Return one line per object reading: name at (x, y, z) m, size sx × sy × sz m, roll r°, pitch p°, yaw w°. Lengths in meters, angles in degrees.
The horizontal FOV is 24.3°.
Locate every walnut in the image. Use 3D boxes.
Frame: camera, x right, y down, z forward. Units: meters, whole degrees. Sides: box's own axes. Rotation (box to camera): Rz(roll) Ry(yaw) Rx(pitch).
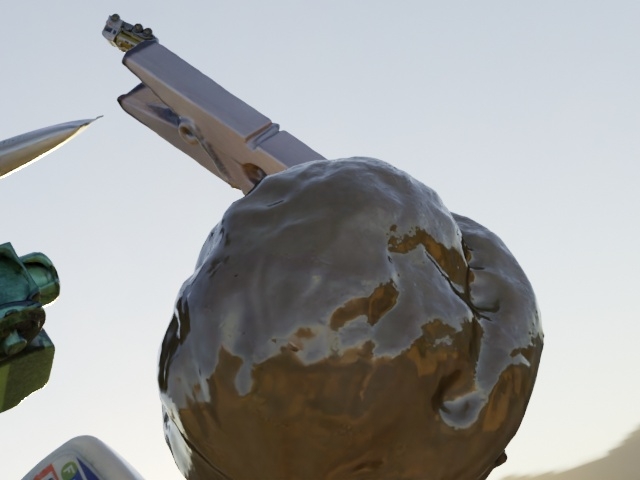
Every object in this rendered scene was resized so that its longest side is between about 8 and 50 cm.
walnut at (0.020, 0.103, 1.380) m, size 0.383 × 0.384 × 0.383 m, roll -18°, pitch -16°, yaw -5°

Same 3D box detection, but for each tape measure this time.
tape measure at (-0.333, 0.415, 2.013) m, size 0.265 × 0.258 × 0.130 m, roll -39°, pitch -47°, yaw 1°

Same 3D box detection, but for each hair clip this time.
hair clip at (-0.124, -0.140, 1.943) m, size 0.085 × 0.330 × 0.101 m, roll -36°, pitch -26°, yaw -47°

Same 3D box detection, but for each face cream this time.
face cream at (-0.475, -0.154, 2.443) m, size 0.243 × 0.058 × 0.092 m, roll -20°, pitch 10°, yaw 14°

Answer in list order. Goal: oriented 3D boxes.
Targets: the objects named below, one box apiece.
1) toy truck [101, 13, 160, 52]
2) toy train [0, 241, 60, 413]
toy truck at (-0.375, -0.399, 2.947) m, size 0.063 × 0.123 × 0.052 m, roll -62°, pitch -19°, yaw -10°
toy train at (-0.421, 0.106, 1.571) m, size 0.299 × 0.167 × 0.238 m, roll -20°, pitch -28°, yaw -30°
